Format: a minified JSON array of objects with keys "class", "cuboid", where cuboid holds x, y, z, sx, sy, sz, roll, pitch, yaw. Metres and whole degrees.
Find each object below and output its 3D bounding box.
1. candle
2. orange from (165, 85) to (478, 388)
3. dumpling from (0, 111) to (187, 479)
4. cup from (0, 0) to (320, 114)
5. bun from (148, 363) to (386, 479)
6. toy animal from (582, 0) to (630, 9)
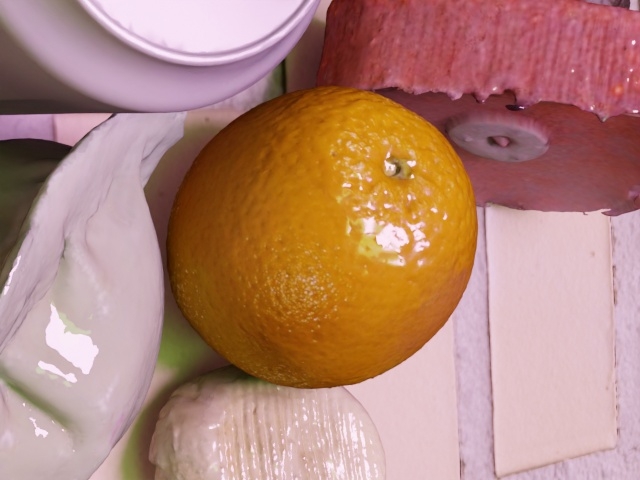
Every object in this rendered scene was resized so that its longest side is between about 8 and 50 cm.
[{"class":"candle","cuboid":[0.163,-0.124,1.096,0.317,0.287,0.131,18,77,-34]},{"class":"orange","cuboid":[0.000,0.000,1.002,0.236,0.236,0.236,-2,94,-37]},{"class":"dumpling","cuboid":[-0.220,0.060,0.864,0.270,0.211,0.321,13,82,-71]},{"class":"cup","cuboid":[-0.129,-0.202,0.833,0.323,0.327,0.237,-22,106,-36]},{"class":"bun","cuboid":[-0.044,0.174,1.063,0.188,0.111,0.164,-4,78,-34]},{"class":"toy animal","cuboid":[0.258,-0.213,1.306,0.202,0.070,0.105,-50,133,-27]}]
